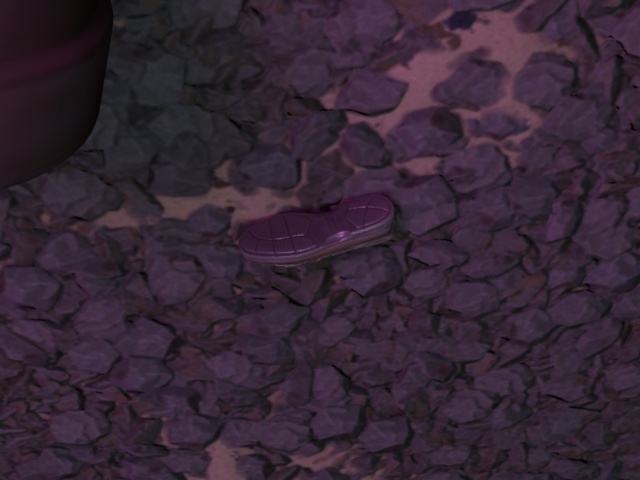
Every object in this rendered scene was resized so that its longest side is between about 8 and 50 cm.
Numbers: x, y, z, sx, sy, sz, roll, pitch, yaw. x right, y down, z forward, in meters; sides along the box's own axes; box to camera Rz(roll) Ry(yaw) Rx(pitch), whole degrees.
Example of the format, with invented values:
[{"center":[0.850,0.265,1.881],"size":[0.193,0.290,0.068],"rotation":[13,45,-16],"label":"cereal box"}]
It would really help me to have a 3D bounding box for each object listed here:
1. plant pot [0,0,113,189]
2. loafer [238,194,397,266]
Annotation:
[{"center":[-0.244,-0.216,0.678],"size":[0.323,0.323,0.280],"rotation":[9,119,-15],"label":"plant pot"},{"center":[0.000,0.000,1.082],"size":[0.125,0.045,0.039],"rotation":[-14,141,3],"label":"loafer"}]
